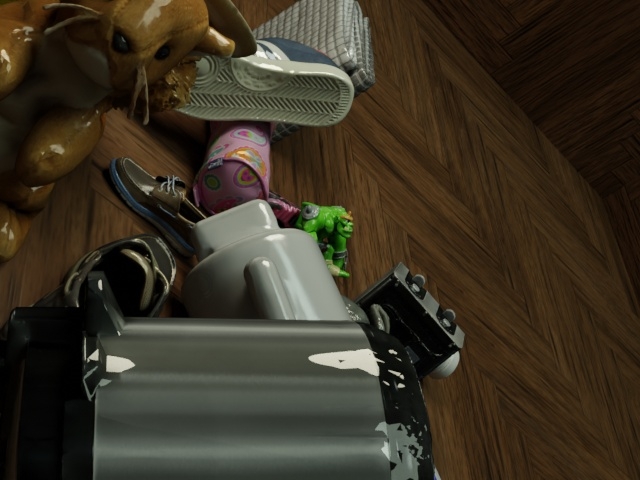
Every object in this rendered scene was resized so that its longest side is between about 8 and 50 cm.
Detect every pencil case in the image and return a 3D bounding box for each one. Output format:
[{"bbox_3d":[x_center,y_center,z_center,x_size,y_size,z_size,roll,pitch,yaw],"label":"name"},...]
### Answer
[{"bbox_3d":[-0.132,-0.148,2.035,0.124,0.124,0.284,46,26,-25],"label":"pencil case"}]

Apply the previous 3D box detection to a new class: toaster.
[{"bbox_3d":[0.121,0.152,2.094,0.168,0.186,0.110,48,21,-1],"label":"toaster"}]

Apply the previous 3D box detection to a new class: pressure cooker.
[{"bbox_3d":[-0.134,0.241,1.139,0.421,0.375,0.369,1,52,-10],"label":"pressure cooker"}]

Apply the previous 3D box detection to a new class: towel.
[{"bbox_3d":[-0.020,-0.322,2.325,0.121,0.235,0.283,47,26,-31],"label":"towel"}]

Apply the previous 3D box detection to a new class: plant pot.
[{"bbox_3d":[-0.176,-0.312,1.634,0.236,0.032,0.236,42,-8,7],"label":"plant pot"}]

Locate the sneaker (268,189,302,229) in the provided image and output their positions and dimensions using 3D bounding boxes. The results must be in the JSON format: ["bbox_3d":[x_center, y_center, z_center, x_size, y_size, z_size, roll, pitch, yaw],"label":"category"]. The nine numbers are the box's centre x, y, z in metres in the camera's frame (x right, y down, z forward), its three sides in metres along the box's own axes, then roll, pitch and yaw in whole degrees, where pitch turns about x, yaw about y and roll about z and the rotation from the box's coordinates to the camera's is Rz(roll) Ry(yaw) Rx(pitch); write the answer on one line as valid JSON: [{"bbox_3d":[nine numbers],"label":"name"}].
[{"bbox_3d":[-0.065,-0.056,2.147,0.119,0.047,0.057,31,23,-49],"label":"sneaker"}]

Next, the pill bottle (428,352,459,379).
[{"bbox_3d":[0.166,0.172,2.239,0.169,0.094,0.094,41,28,-33],"label":"pill bottle"}]

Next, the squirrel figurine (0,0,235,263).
[{"bbox_3d":[-0.283,-0.219,1.496,0.281,0.370,0.397,53,23,-11],"label":"squirrel figurine"}]

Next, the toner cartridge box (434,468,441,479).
[{"bbox_3d":[0.149,0.443,1.884,0.165,0.075,0.347,12,50,-61],"label":"toner cartridge box"}]

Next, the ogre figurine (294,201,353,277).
[{"bbox_3d":[0.000,0.000,2.111,0.197,0.097,0.118,3,96,-49],"label":"ogre figurine"}]

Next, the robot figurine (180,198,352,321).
[{"bbox_3d":[-0.059,0.125,1.721,0.300,0.200,0.353,79,-13,-70],"label":"robot figurine"}]

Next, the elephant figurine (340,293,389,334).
[{"bbox_3d":[0.044,0.176,1.964,0.169,0.186,0.239,20,-4,25],"label":"elephant figurine"}]

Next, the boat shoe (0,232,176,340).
[{"bbox_3d":[-0.237,0.070,1.525,0.132,0.130,0.355,54,23,-9],"label":"boat shoe"}]

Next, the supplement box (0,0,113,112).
[{"bbox_3d":[-0.369,-0.362,1.735,0.356,0.195,0.194,43,27,-28],"label":"supplement box"}]

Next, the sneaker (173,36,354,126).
[{"bbox_3d":[-0.128,-0.262,1.986,0.350,0.131,0.148,11,27,-21],"label":"sneaker"}]

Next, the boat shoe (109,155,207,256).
[{"bbox_3d":[-0.218,-0.059,1.809,0.183,0.066,0.066,45,26,-26],"label":"boat shoe"}]
